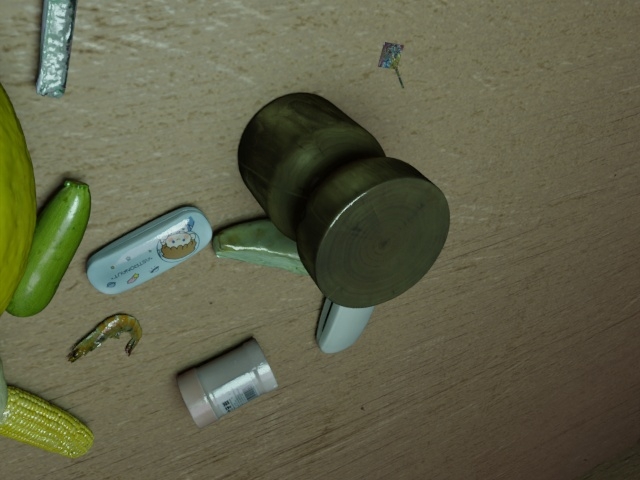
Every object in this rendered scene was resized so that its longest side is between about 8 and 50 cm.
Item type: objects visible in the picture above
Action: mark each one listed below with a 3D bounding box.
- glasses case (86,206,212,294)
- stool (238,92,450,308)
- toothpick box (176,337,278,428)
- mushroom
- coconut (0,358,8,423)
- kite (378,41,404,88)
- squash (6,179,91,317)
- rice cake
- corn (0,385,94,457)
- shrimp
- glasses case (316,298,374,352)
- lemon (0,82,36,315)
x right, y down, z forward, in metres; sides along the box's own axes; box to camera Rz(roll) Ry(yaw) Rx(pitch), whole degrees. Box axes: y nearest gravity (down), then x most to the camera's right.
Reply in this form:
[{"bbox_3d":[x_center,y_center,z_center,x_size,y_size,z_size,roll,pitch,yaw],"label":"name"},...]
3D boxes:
[{"bbox_3d":[-0.237,0.014,0.755,0.178,0.045,0.067,-30,134,-9],"label":"glasses case"},{"bbox_3d":[0.018,-0.063,0.702,0.179,0.264,0.179,-16,130,-20],"label":"stool"},{"bbox_3d":[-0.160,0.246,0.937,0.149,0.098,0.098,-26,132,-13],"label":"toothpick box"},{"bbox_3d":[0.001,0.004,0.858,0.333,0.107,0.087,-12,172,-24],"label":"mushroom"},{"bbox_3d":[-0.492,0.212,0.661,0.194,0.194,0.194,-16,129,-20],"label":"coconut"},{"bbox_3d":[0.104,-0.254,0.792,0.044,0.002,0.078,-21,131,-16],"label":"kite"},{"bbox_3d":[-0.343,0.011,0.676,0.066,0.066,0.201,21,107,-40],"label":"squash"},{"bbox_3d":[-0.267,-0.243,0.556,0.033,0.033,0.207,5,120,-31],"label":"rice cake"},{"bbox_3d":[-0.428,0.279,0.822,0.067,0.067,0.206,-36,135,-3],"label":"corn"},{"bbox_3d":[-0.325,0.161,0.828,0.114,0.023,0.083,-37,136,-7],"label":"shrimp"},{"bbox_3d":[0.053,0.121,0.992,0.092,0.059,0.233,-11,134,-31],"label":"glasses case"},{"bbox_3d":[-0.404,-0.035,0.430,0.348,0.348,0.348,-16,129,-20],"label":"lemon"}]
